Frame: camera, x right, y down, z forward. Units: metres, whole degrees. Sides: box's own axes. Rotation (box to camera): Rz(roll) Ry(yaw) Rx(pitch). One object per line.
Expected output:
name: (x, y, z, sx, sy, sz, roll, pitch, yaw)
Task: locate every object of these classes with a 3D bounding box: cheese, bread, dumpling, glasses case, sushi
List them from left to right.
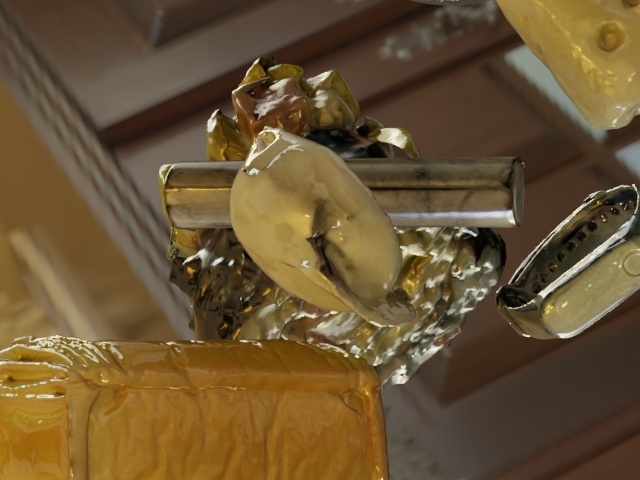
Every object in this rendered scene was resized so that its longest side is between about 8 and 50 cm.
bread: (-0.081, 0.139, 1.253, 0.119, 0.288, 0.152, -14, 77, 54)
sushi: (-0.021, 0.003, 1.899, 0.328, 0.328, 0.285, 16, -155, -50)
dumpling: (0.001, 0.000, 1.325, 0.176, 0.092, 0.150, 28, 160, 42)
glasses case: (0.023, -0.040, 1.567, 0.114, 0.299, 0.060, -14, -76, -78)
cheese: (0.271, -0.250, 1.838, 0.263, 0.159, 0.093, 53, 166, 13)

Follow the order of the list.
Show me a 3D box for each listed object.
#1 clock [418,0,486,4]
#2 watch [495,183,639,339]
clock: (0.146, -0.451, 2.054, 0.386, 0.386, 0.076, 62, -171, 8)
watch: (0.285, 0.028, 1.995, 0.068, 0.206, 0.193, 48, -172, -13)
